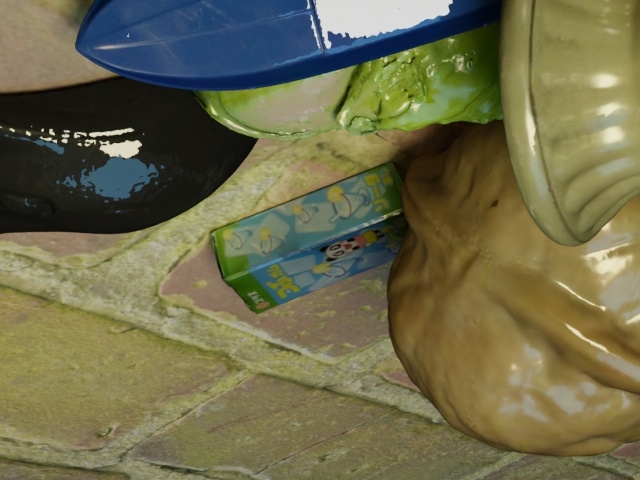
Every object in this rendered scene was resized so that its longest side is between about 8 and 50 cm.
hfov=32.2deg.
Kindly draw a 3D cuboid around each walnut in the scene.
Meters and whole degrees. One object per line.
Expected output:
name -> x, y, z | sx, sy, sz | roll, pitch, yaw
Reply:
walnut -> 0.240, 0.020, 0.986 | 0.381, 0.381, 0.381 | -14, 152, -8

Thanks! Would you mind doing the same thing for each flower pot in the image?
flower pot -> 0.256, -0.102, 0.680 | 0.244, 0.307, 0.307 | -2, 161, 30

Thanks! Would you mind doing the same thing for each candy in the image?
candy -> 0.000, 0.000, 1.092 | 0.194, 0.062, 0.097 | -21, 153, 6

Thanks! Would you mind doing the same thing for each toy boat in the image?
toy boat -> -0.023, -0.171, 0.739 | 0.295, 0.088, 0.129 | -16, 111, 3

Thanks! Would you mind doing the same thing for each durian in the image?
durian -> 0.086, -0.146, 0.837 | 0.375, 0.132, 0.106 | -13, 177, -8

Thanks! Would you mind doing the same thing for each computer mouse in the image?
computer mouse -> -0.164, -0.059, 0.878 | 0.264, 0.088, 0.147 | -9, 148, -11
